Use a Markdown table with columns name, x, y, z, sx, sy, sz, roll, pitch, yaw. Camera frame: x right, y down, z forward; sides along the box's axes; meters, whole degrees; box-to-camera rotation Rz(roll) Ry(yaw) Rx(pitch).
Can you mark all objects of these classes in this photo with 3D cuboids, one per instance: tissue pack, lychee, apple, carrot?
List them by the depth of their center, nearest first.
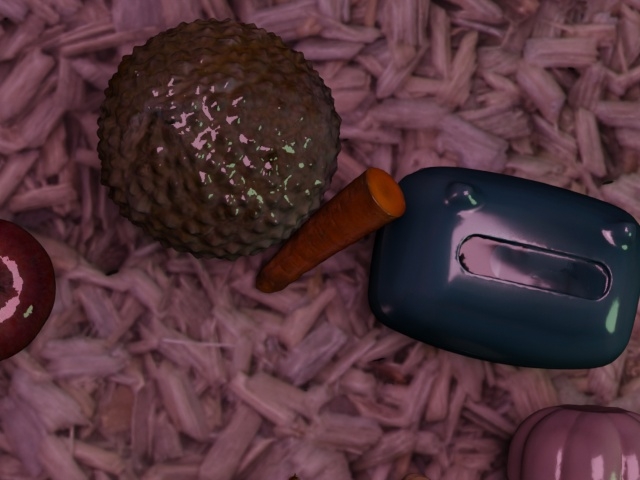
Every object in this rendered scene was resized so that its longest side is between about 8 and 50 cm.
| name | x | y | z | sx | sy | sz | roll | pitch | yaw |
| --- | --- | --- | --- | --- | --- | --- | --- | --- | --- |
| apple | -0.349 | 0.051 | 1.582 | 0.153 | 0.120 | 0.153 | 1 | 79 | -5 |
| lychee | -0.108 | -0.108 | 1.594 | 0.255 | 0.274 | 0.255 | -4 | 78 | 18 |
| carrot | 0.000 | 0.000 | 1.637 | 0.061 | 0.210 | 0.061 | 30 | 41 | -30 |
| tissue pack | 0.203 | 0.031 | 1.651 | 0.287 | 0.206 | 0.198 | 14 | 79 | -7 |

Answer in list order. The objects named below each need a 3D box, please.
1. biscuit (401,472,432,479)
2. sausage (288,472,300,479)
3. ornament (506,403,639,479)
| name | x | y | z | sx | sy | sz | roll | pitch | yaw |
| --- | --- | --- | --- | --- | --- | --- | --- | --- | --- |
| biscuit | 0.120 | 0.432 | 1.649 | 0.217 | 0.044 | 0.324 | 26 | 77 | -7 |
| sausage | -0.035 | 0.300 | 1.655 | 0.015 | 0.015 | 0.100 | 11 | 79 | -9 |
| ornament | 0.287 | 0.259 | 1.648 | 0.178 | 0.177 | 0.177 | 2 | 80 | -11 |
